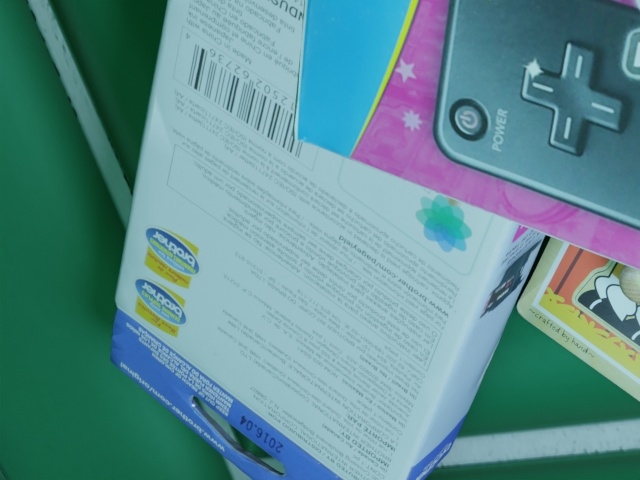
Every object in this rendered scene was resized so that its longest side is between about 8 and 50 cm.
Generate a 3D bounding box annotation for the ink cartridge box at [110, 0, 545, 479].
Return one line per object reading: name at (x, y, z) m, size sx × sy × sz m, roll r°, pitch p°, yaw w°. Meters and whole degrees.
ink cartridge box at (0.000, 0.000, 0.816) m, size 0.186 × 0.065 × 0.311 m, roll 35°, pitch 137°, yaw 17°

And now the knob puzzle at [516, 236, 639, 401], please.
knob puzzle at (0.183, 0.013, 0.724) m, size 0.213 × 0.030 × 0.213 m, roll 17°, pitch 122°, yaw 30°

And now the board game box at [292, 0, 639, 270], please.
board game box at (0.150, -0.082, 0.362) m, size 0.303 × 0.097 × 0.224 m, roll 23°, pitch 126°, yaw 27°

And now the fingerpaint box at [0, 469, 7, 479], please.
fingerpaint box at (-0.461, 0.099, 1.166) m, size 0.445 × 0.163 × 0.371 m, roll -18°, pitch 102°, yaw 41°
